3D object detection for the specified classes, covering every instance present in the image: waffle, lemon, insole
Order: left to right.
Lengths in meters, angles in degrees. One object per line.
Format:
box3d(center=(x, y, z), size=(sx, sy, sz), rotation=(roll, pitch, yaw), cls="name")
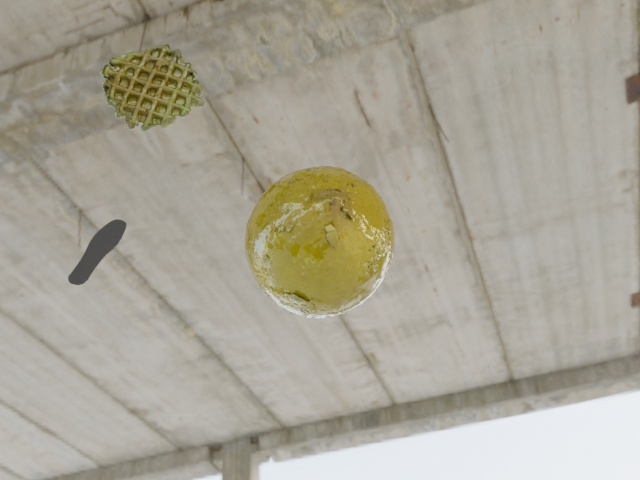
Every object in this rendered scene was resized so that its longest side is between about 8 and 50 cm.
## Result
box3d(center=(-0.348, 0.019, 1.127), size=(0.045, 0.002, 0.135), rotation=(23, -70, -46), cls="insole")
box3d(center=(-0.318, -0.290, 1.375), size=(0.183, 0.169, 0.036), rotation=(-23, -12, -19), cls="waffle")
box3d(center=(0.000, 0.000, 0.820), size=(0.173, 0.174, 0.206), rotation=(1, -16, -7), cls="lemon")
